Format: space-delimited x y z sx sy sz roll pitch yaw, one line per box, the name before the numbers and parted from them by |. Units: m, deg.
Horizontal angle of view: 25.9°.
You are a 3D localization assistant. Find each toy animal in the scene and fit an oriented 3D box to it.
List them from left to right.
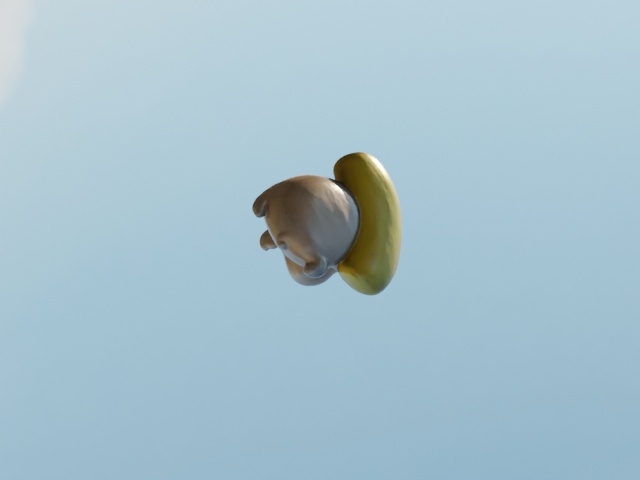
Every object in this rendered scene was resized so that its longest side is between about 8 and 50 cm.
toy animal | 0.000 0.000 0.911 0.082 0.091 0.114 -21 -179 45
